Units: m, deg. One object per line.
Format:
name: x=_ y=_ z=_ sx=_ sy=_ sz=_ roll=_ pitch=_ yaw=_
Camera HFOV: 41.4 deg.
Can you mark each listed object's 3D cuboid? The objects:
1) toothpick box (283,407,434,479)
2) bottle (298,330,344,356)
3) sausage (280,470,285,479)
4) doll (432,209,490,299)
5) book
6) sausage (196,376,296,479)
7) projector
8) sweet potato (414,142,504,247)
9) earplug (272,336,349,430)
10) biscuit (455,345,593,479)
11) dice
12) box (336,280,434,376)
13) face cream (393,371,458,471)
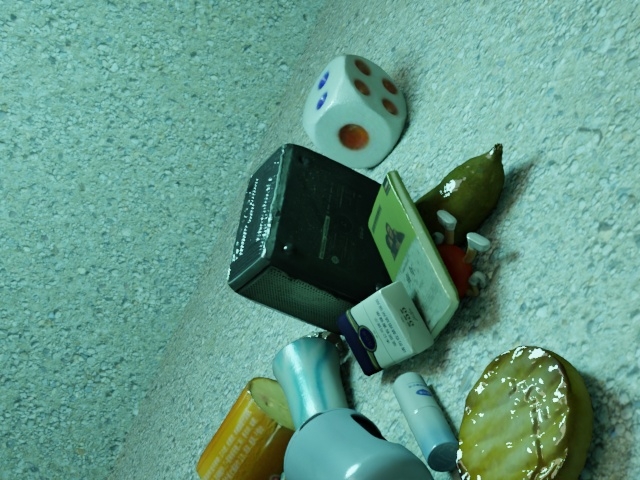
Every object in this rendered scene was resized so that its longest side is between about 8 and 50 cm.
toothpick box: x=0.080 y=0.511 z=1.722 sx=0.263 sy=0.263 sz=0.355 roll=-66 pitch=24 yaw=-3
bottle: x=0.004 y=0.289 z=2.318 sx=0.152 sy=0.099 sz=0.098 roll=-27 pitch=43 yaw=55
sausage: x=-0.077 y=0.705 z=2.096 sx=0.083 sy=0.083 sz=0.263 roll=-40 pitch=34 yaw=46
doll: x=0.295 y=0.059 z=1.889 sx=0.183 sy=0.085 sz=0.217 roll=39 pitch=128 yaw=38
book: x=0.201 y=0.047 z=1.923 sx=0.239 sy=0.035 sz=0.352 roll=107 pitch=144 yaw=-57
sausage: x=-0.165 y=0.542 z=2.259 sx=0.287 sy=0.233 sz=0.233 roll=-56 pitch=24 yaw=16
projector: x=0.000 y=0.000 z=2.211 sx=0.242 sy=0.405 sz=0.395 roll=-37 pitch=35 yaw=49
sweet potato: x=0.312 y=-0.075 z=1.960 sx=0.370 sy=0.158 sz=0.157 roll=-41 pitch=32 yaw=32
earplug: x=-0.004 y=0.413 z=2.123 sx=0.185 sy=0.185 sz=0.324 roll=-55 pitch=30 yaw=23
biscuit: x=0.359 y=0.332 z=1.482 sx=0.296 sy=0.102 sz=0.296 roll=-47 pitch=32 yaw=41
dice: x=0.105 y=-0.393 z=2.588 sx=0.243 sy=0.259 sz=0.251 roll=-44 pitch=29 yaw=37
box: x=0.143 y=0.210 z=1.970 sx=0.168 sy=0.071 sz=0.259 roll=61 pitch=149 yaw=8
face cream: x=0.220 y=0.375 z=1.770 sx=0.077 sy=0.077 sz=0.250 roll=-58 pitch=23 yaw=16
